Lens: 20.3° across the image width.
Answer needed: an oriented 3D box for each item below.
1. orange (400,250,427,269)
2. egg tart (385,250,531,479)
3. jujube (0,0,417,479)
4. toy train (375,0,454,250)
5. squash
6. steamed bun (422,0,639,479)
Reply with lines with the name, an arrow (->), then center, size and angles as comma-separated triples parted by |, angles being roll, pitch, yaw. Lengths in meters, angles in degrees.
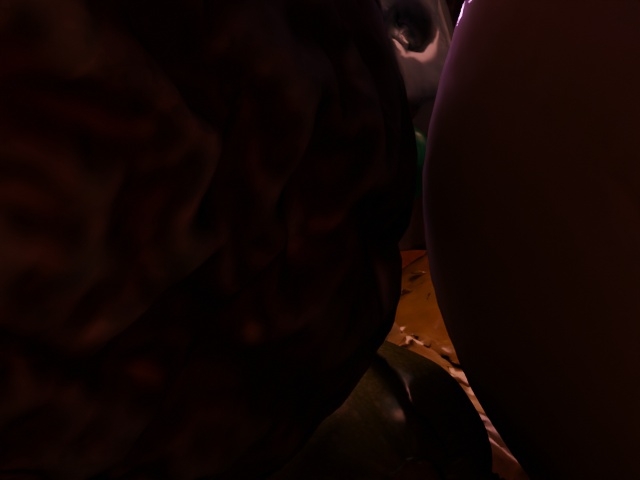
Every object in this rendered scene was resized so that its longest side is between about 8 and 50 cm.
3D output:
orange -> 0.000, 0.000, 1.349 | 0.264, 0.264, 0.264 | 24, 0, 0
egg tart -> 0.096, 0.087, 0.870 | 0.295, 0.116, 0.295 | 29, -4, 2
jujube -> -0.099, -0.033, 0.442 | 0.226, 0.226, 0.317 | 24, -5, 32
toy train -> -0.105, -0.058, 0.848 | 0.429, 0.178, 0.249 | -3, -22, -30
squash -> -0.011, 0.066, 0.688 | 0.094, 0.094, 0.341 | 24, 0, -19
steamed bun -> 0.253, 0.064, 0.556 | 0.456, 0.290, 0.371 | 19, 23, -47
